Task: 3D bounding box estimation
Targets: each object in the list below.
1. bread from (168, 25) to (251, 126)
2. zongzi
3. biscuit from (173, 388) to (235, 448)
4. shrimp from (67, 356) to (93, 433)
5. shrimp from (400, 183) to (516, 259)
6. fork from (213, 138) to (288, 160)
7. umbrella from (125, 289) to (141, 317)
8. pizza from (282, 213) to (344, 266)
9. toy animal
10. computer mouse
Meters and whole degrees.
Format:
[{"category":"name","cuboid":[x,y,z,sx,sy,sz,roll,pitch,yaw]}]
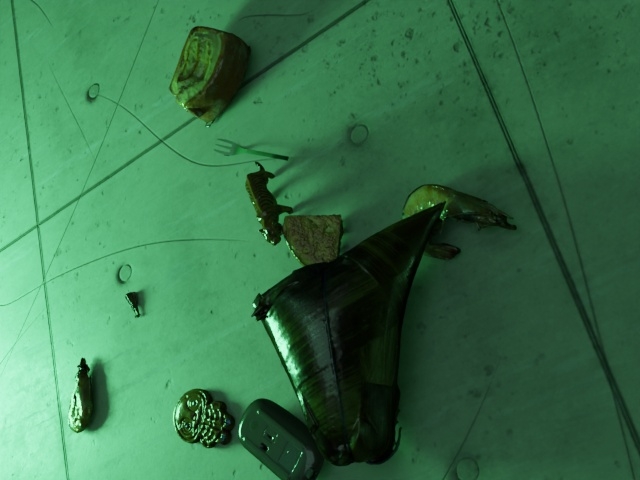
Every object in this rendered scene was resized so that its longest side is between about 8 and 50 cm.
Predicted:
[{"category":"bread","cuboid":[-0.275,-0.411,1.983,0.190,0.123,0.244,13,86,35]},{"category":"zongzi","cuboid":[0.125,0.177,1.510,0.432,0.208,0.403,-30,65,12]},{"category":"biscuit","cuboid":[-0.266,0.400,1.802,0.175,0.026,0.124,11,83,36]},{"category":"shrimp","cuboid":[-0.611,0.391,2.034,0.101,0.042,0.190,-12,71,39]},{"category":"shrimp","cuboid":[0.261,-0.029,1.555,0.251,0.052,0.144,15,96,44]},{"category":"fork","cuboid":[-0.161,-0.207,1.909,0.235,0.021,0.039,16,90,35]},{"category":"umbrella","cuboid":[-0.469,0.158,2.017,0.031,0.020,0.083,-19,59,-15]},{"category":"pizza","cuboid":[0.000,0.000,1.713,0.134,0.046,0.175,-32,73,4]},{"category":"toy animal","cuboid":[-0.118,-0.088,1.795,0.056,0.099,0.241,-33,61,22]},{"category":"computer mouse","cuboid":[-0.080,0.418,1.651,0.232,0.057,0.120,28,93,39]}]
